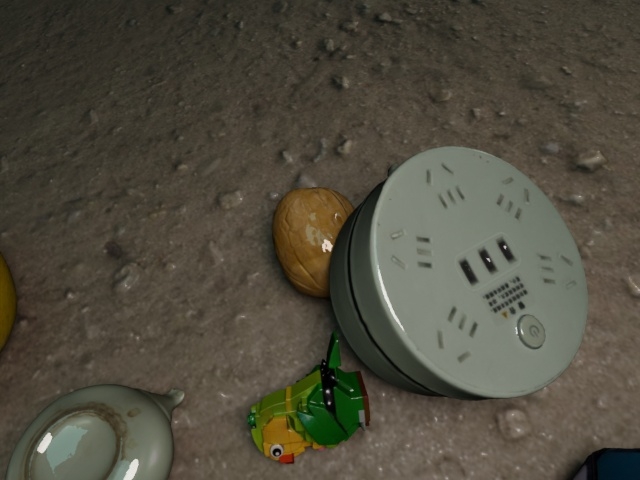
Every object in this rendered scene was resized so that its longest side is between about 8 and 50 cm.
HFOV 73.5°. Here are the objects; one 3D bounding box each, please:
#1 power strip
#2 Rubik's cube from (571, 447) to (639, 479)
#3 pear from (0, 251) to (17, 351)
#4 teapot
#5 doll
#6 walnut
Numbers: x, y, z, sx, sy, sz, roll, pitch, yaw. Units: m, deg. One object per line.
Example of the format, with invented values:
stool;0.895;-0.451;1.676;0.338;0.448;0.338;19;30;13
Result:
power strip;0.185;0.038;0.612;0.357;0.161;0.358;6;70;-17
Rubik's cube;0.347;0.391;0.352;0.305;0.310;0.307;40;70;21
pear;-0.687;0.099;0.662;0.362;0.362;0.418;-18;53;-4
teapot;-0.279;0.352;0.566;0.219;0.149;0.318;-16;57;-11
doll;-0.015;0.240;0.620;0.186;0.106;0.134;-35;101;3
walnut;0.000;0.000;0.739;0.165;0.165;0.197;-18;56;-4
